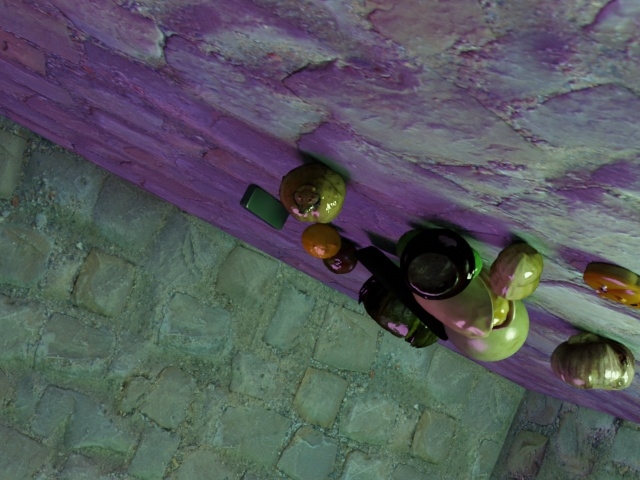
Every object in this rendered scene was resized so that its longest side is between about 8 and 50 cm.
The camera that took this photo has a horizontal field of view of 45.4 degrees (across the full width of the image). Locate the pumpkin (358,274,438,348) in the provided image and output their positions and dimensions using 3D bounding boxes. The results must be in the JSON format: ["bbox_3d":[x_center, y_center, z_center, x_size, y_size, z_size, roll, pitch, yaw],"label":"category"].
[{"bbox_3d":[0.287,0.219,2.542,0.320,0.192,0.320,29,-173,-4],"label":"pumpkin"}]

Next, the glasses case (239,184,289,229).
[{"bbox_3d":[-0.172,-0.103,2.405,0.039,0.078,0.184,22,171,42],"label":"glasses case"}]

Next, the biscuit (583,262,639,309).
[{"bbox_3d":[0.615,0.103,1.573,0.170,0.050,0.170,25,171,4],"label":"biscuit"}]

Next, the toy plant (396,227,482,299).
[{"bbox_3d":[0.279,0.050,1.853,0.218,0.175,0.235,17,-165,13],"label":"toy plant"}]

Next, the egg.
[{"bbox_3d":[0.452,0.222,2.157,0.218,0.218,0.295,29,177,-25],"label":"egg"}]

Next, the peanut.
[{"bbox_3d":[0.426,0.069,1.664,0.110,0.120,0.236,63,-174,13],"label":"peanut"}]

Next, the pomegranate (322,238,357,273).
[{"bbox_3d":[0.068,0.048,2.546,0.130,0.130,0.130,24,171,4],"label":"pomegranate"}]

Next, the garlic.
[{"bbox_3d":[0.781,0.342,2.183,0.244,0.161,0.245,4,173,0],"label":"garlic"}]

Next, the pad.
[{"bbox_3d":[0.254,0.167,2.330,0.375,0.063,0.315,45,-160,13],"label":"pad"}]

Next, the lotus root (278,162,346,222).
[{"bbox_3d":[-0.018,-0.110,1.785,0.154,0.140,0.257,11,180,3],"label":"lotus root"}]

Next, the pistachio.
[{"bbox_3d":[0.362,0.133,1.977,0.299,0.187,0.187,32,178,43],"label":"pistachio"}]

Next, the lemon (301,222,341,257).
[{"bbox_3d":[0.000,0.000,2.428,0.114,0.114,0.155,32,173,-38],"label":"lemon"}]
